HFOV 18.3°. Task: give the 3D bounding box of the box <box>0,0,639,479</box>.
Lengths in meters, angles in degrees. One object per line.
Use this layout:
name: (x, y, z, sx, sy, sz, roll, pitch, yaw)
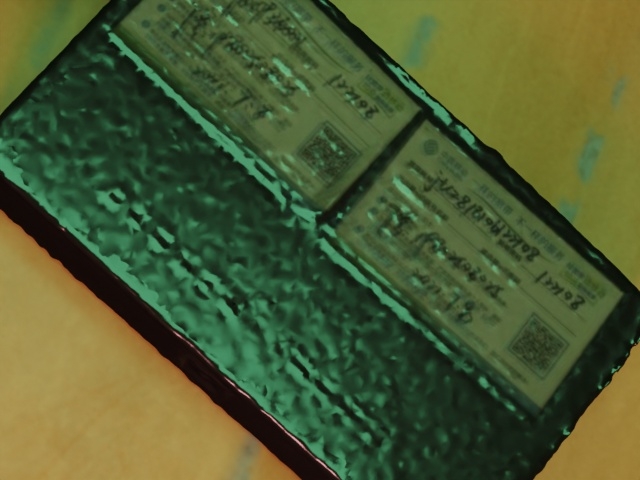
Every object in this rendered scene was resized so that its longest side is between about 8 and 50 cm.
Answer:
box: (0.000, 0.000, 1.098, 0.350, 0.058, 0.211, 43, 68, -4)
